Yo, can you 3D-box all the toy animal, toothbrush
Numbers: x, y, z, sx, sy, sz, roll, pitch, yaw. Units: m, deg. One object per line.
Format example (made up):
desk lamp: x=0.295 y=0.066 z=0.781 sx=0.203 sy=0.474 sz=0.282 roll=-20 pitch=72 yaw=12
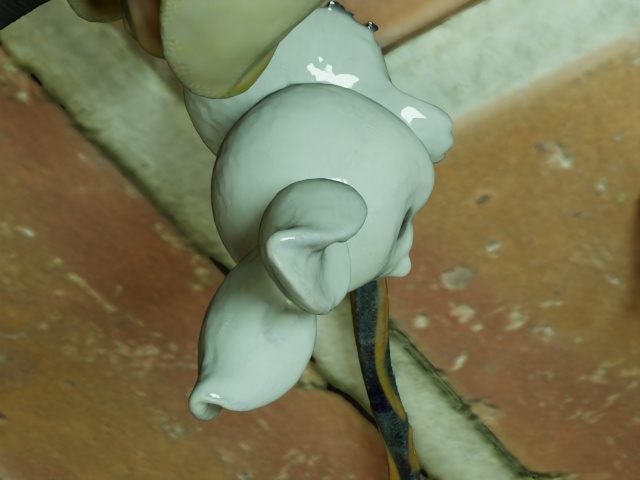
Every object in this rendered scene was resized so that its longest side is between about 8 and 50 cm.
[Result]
toy animal: x=0.001 y=-0.003 z=0.810 sx=0.131 sy=0.221 sz=0.104 roll=33 pitch=120 yaw=-26
toothbrush: x=0.040 y=0.111 z=1.049 sx=0.031 sy=0.023 sz=0.321 roll=-6 pitch=133 yaw=1

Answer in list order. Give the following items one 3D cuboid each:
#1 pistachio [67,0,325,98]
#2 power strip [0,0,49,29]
pistachio: x=-0.024 y=-0.160 z=0.711 sx=0.144 sy=0.144 sz=0.215 roll=19 pitch=113 yaw=-17
power strip: x=-0.114 y=-0.128 z=0.812 sx=0.111 sy=0.038 sz=0.029 roll=-26 pitch=129 yaw=23
